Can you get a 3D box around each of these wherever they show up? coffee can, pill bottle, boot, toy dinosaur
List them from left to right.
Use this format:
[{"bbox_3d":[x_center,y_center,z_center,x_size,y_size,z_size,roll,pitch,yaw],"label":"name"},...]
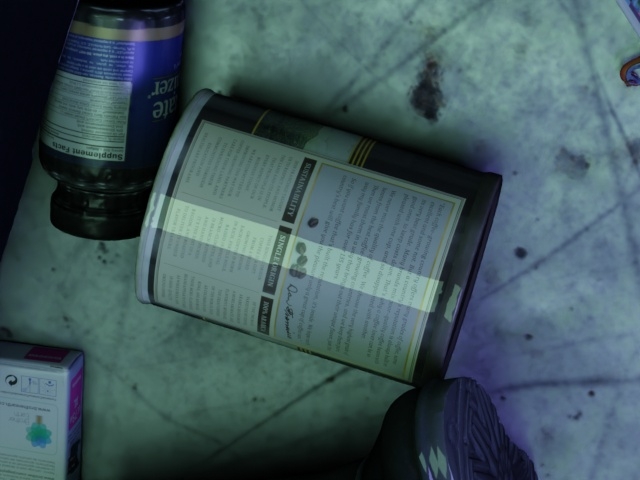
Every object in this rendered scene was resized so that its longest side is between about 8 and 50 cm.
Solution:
[{"bbox_3d":[-0.190,-0.117,1.719,0.123,0.123,0.219,10,111,9],"label":"pill bottle"},{"bbox_3d":[-0.052,0.242,1.706,0.445,0.367,0.146,-6,65,15],"label":"boot"},{"bbox_3d":[0.000,0.000,1.673,0.275,0.201,0.201,17,111,6],"label":"coffee can"},{"bbox_3d":[0.300,-0.161,1.653,0.082,0.047,0.090,-1,75,22],"label":"toy dinosaur"}]

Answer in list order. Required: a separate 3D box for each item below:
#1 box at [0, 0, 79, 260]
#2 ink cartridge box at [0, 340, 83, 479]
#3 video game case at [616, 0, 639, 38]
[{"bbox_3d":[-0.520,-0.092,1.612,0.472,0.297,0.480,25,110,13],"label":"box"},{"bbox_3d":[-0.335,0.249,1.906,0.186,0.065,0.311,7,108,9],"label":"ink cartridge box"},{"bbox_3d":[0.324,-0.229,1.548,0.183,0.023,0.201,-27,109,27],"label":"video game case"}]
